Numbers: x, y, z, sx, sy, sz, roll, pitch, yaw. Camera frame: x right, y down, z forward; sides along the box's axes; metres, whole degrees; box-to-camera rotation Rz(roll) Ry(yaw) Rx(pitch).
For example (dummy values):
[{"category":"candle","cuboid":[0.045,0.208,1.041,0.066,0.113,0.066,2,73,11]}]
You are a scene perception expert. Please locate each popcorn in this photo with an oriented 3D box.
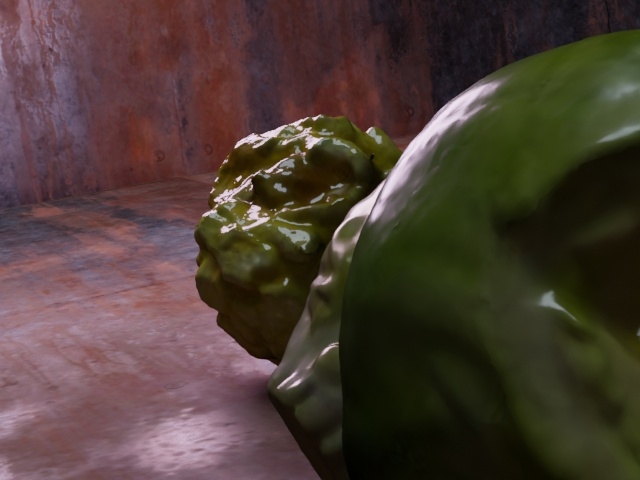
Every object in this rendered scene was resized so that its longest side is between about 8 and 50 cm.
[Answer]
[{"category":"popcorn","cuboid":[0.007,0.004,1.380,0.249,0.249,0.225,-17,9,-42]}]

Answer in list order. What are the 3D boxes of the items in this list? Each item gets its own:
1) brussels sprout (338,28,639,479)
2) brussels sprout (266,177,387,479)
[{"category":"brussels sprout","cuboid":[0.152,0.074,0.661,0.268,0.344,0.344,-20,14,-20]},{"category":"brussels sprout","cuboid":[0.123,0.068,0.995,0.317,0.242,0.273,-12,34,3]}]
